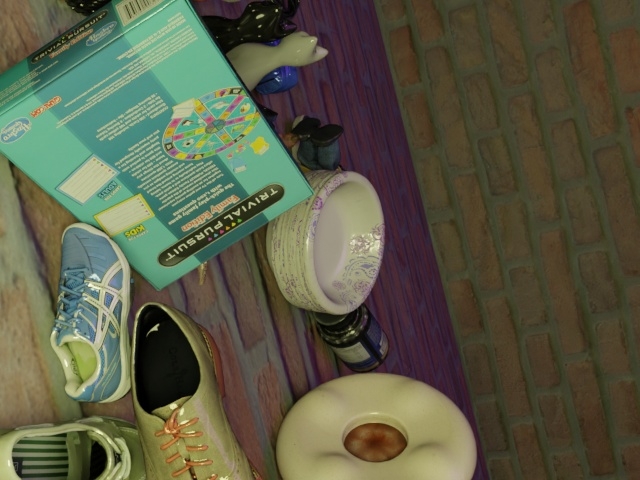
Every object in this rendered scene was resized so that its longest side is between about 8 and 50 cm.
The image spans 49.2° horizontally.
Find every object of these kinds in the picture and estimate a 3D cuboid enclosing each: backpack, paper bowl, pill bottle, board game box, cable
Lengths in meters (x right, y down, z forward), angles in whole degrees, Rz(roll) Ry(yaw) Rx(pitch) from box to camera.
[{"bbox_3d":[-0.111,-0.371,1.486,0.101,0.098,0.120,-25,103,-41],"label":"backpack"},{"bbox_3d":[0.000,0.000,1.400,0.284,0.148,0.284,-15,108,-55],"label":"paper bowl"},{"bbox_3d":[0.067,0.200,1.575,0.219,0.123,0.122,56,28,-47],"label":"pill bottle"},{"bbox_3d":[-0.191,-0.111,0.841,0.336,0.254,0.079,55,5,-49],"label":"board game box"},{"bbox_3d":[-0.102,-0.647,1.754,0.150,0.047,0.184,-38,115,-69],"label":"cable"}]

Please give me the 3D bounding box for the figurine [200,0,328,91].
[{"bbox_3d":[-0.111,-0.299,1.101,0.215,0.209,0.092,6,73,-67],"label":"figurine"}]

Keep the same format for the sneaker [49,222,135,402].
[{"bbox_3d":[-0.260,0.081,0.792,0.081,0.080,0.211,6,71,-73],"label":"sneaker"}]

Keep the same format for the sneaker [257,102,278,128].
[{"bbox_3d":[-0.137,-0.216,1.350,0.083,0.087,0.221,28,21,-11],"label":"sneaker"}]

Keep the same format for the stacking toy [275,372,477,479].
[{"bbox_3d":[0.105,0.527,1.320,0.350,0.351,0.479,-67,157,-59],"label":"stacking toy"}]

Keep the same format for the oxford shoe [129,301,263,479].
[{"bbox_3d":[-0.142,0.226,0.731,0.130,0.123,0.348,72,-7,-62],"label":"oxford shoe"}]

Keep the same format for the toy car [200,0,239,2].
[{"bbox_3d":[-0.207,-0.500,1.222,0.136,0.159,0.182,-41,166,-29],"label":"toy car"}]

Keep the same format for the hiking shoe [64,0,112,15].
[{"bbox_3d":[-0.319,-0.372,0.908,0.227,0.086,0.114,5,77,-69],"label":"hiking shoe"}]

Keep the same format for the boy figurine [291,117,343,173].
[{"bbox_3d":[-0.011,-0.128,1.537,0.092,0.177,0.285,-45,149,-41],"label":"boy figurine"}]

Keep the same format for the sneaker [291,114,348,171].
[{"bbox_3d":[0.039,-0.142,1.675,0.131,0.148,0.350,-51,125,-66],"label":"sneaker"}]

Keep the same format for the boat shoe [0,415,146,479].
[{"bbox_3d":[-0.246,0.233,0.712,0.302,0.094,0.109,29,51,-67],"label":"boat shoe"}]

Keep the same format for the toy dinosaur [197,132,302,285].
[{"bbox_3d":[-0.137,-0.084,1.061,0.127,0.200,0.295,58,27,-43],"label":"toy dinosaur"}]
